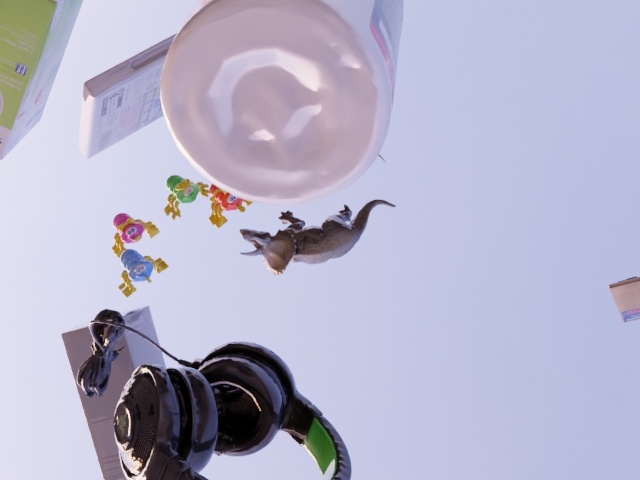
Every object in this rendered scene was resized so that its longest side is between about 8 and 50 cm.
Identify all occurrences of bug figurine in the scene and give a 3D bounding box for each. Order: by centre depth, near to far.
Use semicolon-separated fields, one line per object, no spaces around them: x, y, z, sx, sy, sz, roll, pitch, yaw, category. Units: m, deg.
-0.255;-0.033;1.567;0.279;0.072;0.216;-40;-144;-16;bug figurine

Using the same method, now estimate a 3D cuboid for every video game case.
-0.277;-0.270;1.592;0.300;0.036;0.329;-34;179;-20;video game case

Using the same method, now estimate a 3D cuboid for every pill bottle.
-0.017;-0.182;0.807;0.176;0.176;0.319;-27;-154;23;pill bottle

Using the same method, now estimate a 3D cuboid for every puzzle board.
0.399;0.055;1.055;0.128;0.096;0.011;-17;-125;19;puzzle board

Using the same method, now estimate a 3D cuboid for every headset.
-0.148;0.218;1.091;0.394;0.243;0.185;38;-64;28;headset

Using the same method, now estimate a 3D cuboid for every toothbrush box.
-0.496;-0.305;1.505;0.283;0.122;0.206;-61;-169;23;toothbrush box

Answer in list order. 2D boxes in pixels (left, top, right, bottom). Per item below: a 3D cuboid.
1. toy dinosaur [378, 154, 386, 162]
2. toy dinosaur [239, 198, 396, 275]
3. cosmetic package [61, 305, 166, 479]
0.058;-0.204;1.914;0.093;0.183;0.053;-73;-176;-70;toy dinosaur
0.000;0.000;1.814;0.313;0.121;0.160;-6;-153;-3;toy dinosaur
-0.279;0.224;1.343;0.107;0.127;0.238;-12;-85;10;cosmetic package
